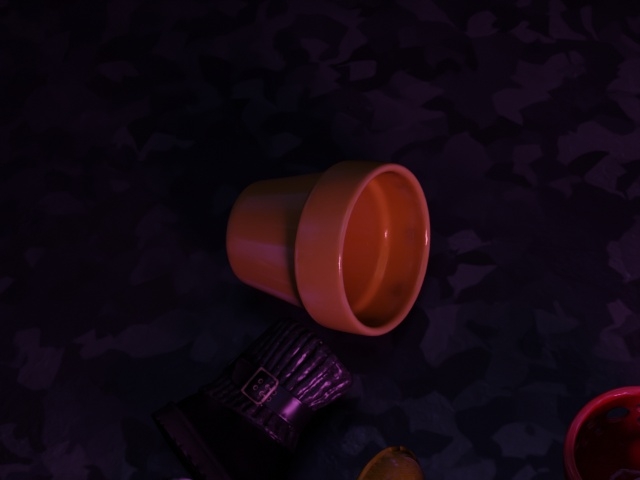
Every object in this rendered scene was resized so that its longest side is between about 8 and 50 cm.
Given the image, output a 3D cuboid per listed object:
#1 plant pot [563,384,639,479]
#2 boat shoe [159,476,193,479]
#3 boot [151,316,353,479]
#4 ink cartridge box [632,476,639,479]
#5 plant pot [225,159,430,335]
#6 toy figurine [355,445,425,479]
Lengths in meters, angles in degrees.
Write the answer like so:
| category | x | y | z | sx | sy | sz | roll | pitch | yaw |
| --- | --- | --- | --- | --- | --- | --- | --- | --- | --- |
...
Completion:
| category | x | y | z | sx | sy | sz | roll | pitch | yaw |
| --- | --- | --- | --- | --- | --- | --- | --- | --- | --- |
| plant pot | 0.403 | 0.307 | 1.655 | 0.191 | 0.174 | 0.191 | -4 | 51 | 5 |
| boat shoe | -0.228 | 0.420 | 1.740 | 0.070 | 0.078 | 0.219 | -9 | 49 | 46 |
| boot | -0.046 | 0.272 | 1.782 | 0.260 | 0.131 | 0.348 | -32 | 54 | -16 |
| ink cartridge box | 0.332 | 0.457 | 1.484 | 0.385 | 0.308 | 0.091 | -21 | 8 | -9 |
| plant pot | 0.000 | 0.000 | 1.931 | 0.239 | 0.254 | 0.254 | 9 | 53 | 33 |
| toy figurine | 0.072 | 0.407 | 1.559 | 0.362 | 0.217 | 0.191 | -42 | 95 | -27 |
